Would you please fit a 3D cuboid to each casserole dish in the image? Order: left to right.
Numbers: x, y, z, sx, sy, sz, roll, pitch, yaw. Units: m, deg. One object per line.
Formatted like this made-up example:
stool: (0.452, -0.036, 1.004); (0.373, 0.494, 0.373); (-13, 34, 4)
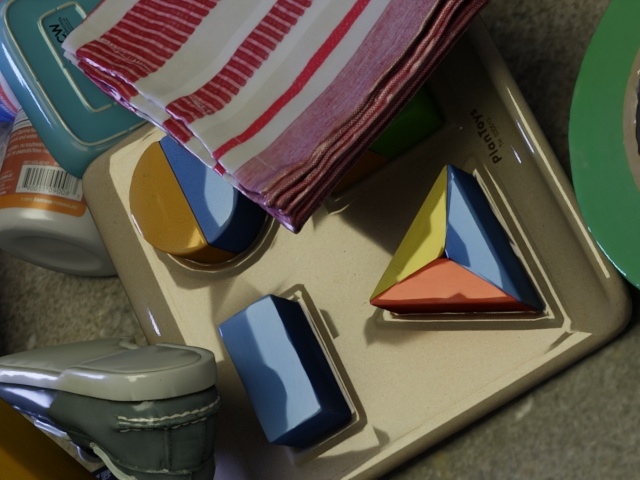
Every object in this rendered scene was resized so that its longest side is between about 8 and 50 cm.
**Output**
casserole dish: (-0.181, -0.135, 1.511); (0.114, 0.037, 0.188); (-28, 76, -14)

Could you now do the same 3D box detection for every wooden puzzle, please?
wooden puzzle: (0.000, 0.000, 1.357); (0.348, 0.080, 0.322); (-35, 68, 22)

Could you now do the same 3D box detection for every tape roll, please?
tape roll: (0.310, -0.084, 1.211); (0.321, 0.077, 0.321); (-17, 59, 31)

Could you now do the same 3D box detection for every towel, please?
towel: (-0.035, -0.164, 1.363); (0.237, 0.037, 0.329); (-50, 42, -3)

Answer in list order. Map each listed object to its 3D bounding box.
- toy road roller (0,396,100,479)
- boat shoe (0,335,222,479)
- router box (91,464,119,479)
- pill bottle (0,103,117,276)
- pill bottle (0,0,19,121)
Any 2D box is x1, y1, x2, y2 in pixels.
toy road roller: (-0.218, 0.265, 1.282); (0.202, 0.329, 0.240); (-47, 6, 9)
boat shoe: (-0.160, 0.126, 1.398); (0.319, 0.116, 0.099); (-1, 100, 62)
router box: (-0.151, 0.214, 1.452); (0.122, 0.038, 0.092); (-29, 53, 24)
pill bottle: (-0.185, -0.089, 1.579); (0.121, 0.121, 0.216); (-3, 66, 38)
pill bottle: (-0.302, -0.165, 1.709); (0.221, 0.124, 0.124); (4, 71, 41)
